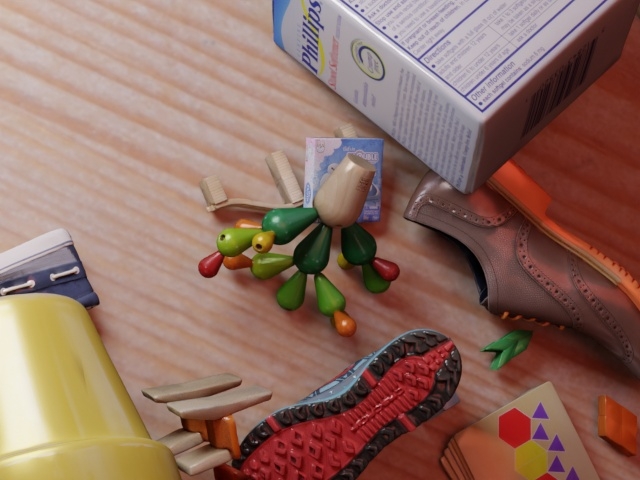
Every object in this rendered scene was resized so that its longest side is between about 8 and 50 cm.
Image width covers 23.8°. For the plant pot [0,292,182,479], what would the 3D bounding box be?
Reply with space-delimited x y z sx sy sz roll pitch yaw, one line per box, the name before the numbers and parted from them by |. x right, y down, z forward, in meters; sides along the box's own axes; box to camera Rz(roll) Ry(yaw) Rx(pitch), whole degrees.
plant pot | -0.262 0.187 1.367 0.254 0.254 0.239 -8 67 -21

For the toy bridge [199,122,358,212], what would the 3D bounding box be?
toy bridge | -0.038 -0.064 1.601 0.188 0.026 0.063 -23 89 -24

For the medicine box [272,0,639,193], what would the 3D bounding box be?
medicine box | 0.139 -0.244 1.583 0.289 0.149 0.263 40 67 18

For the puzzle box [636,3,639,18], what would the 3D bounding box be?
puzzle box | 0.515 -0.308 1.837 0.272 0.052 0.409 -42 95 -23

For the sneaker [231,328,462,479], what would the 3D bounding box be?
sneaker | 0.032 0.184 1.538 0.262 0.125 0.104 -31 88 4

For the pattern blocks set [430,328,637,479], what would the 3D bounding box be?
pattern blocks set | 0.228 0.262 1.634 0.285 0.026 0.325 -17 86 -22

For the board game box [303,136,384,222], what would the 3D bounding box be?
board game box | 0.024 -0.064 1.603 0.090 0.020 0.090 -3 98 -34

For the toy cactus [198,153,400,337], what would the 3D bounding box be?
toy cactus | 0.000 0.000 1.537 0.219 0.112 0.180 19 112 -25

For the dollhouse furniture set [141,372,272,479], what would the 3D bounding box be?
dollhouse furniture set | -0.048 0.264 1.397 0.135 0.259 0.262 -12 99 -23

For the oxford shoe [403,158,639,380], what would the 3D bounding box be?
oxford shoe | 0.245 0.050 1.646 0.363 0.130 0.133 44 86 0

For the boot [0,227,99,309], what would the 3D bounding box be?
boot | -0.306 0.062 1.454 0.190 0.069 0.086 -27 87 -24
